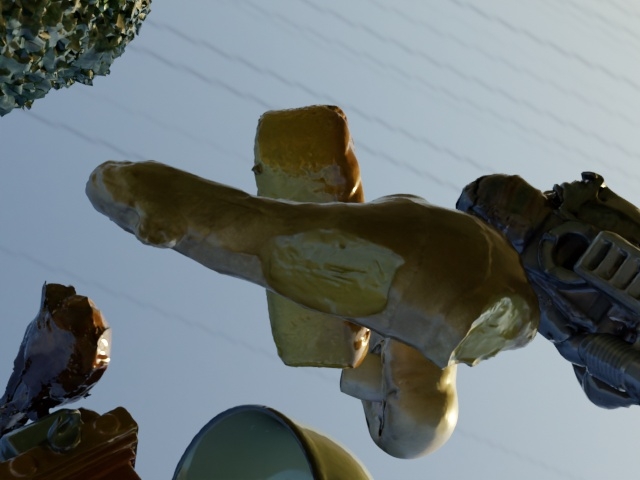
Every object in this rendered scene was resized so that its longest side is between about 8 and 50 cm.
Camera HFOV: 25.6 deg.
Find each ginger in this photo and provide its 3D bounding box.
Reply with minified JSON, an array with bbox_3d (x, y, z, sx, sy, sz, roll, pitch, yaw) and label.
[{"bbox_3d":[-0.001,0.000,0.870,0.294,0.086,0.131,17,-142,-2],"label":"ginger"}]

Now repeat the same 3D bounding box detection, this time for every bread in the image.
[{"bbox_3d":[0.000,0.000,1.231,0.094,0.245,0.102,-3,-156,7],"label":"bread"}]

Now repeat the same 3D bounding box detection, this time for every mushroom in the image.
[{"bbox_3d":[0.077,0.140,1.401,0.122,0.154,0.154,6,-147,-11],"label":"mushroom"}]

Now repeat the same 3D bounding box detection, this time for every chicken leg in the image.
[{"bbox_3d":[-0.317,0.164,1.540,0.093,0.304,0.113,10,-135,-38],"label":"chicken leg"}]

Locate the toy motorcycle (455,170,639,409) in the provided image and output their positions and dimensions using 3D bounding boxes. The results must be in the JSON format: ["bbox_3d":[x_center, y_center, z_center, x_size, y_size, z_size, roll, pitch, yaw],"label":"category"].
[{"bbox_3d":[0.211,0.041,0.922,0.207,0.134,0.401,42,177,-26],"label":"toy motorcycle"}]

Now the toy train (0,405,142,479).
[{"bbox_3d":[-0.253,0.318,1.451,0.163,0.369,0.231,-23,-126,-32],"label":"toy train"}]

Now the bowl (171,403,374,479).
[{"bbox_3d":[-0.032,0.381,1.677,0.185,0.354,0.354,15,-148,-36],"label":"bowl"}]

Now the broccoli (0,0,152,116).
[{"bbox_3d":[-0.209,-0.172,0.629,0.308,0.275,0.308,51,-154,-38],"label":"broccoli"}]
